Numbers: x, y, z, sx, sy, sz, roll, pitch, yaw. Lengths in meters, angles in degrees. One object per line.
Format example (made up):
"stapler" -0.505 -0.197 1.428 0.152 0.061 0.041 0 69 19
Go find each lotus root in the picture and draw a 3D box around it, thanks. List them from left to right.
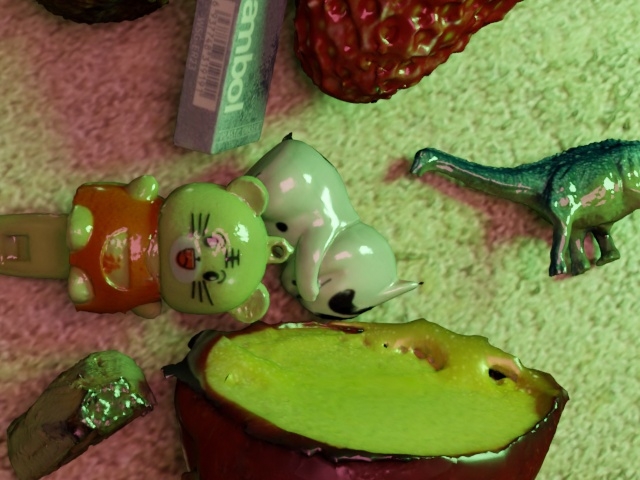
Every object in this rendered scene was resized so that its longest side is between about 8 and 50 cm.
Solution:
"lotus root" -0.206 0.142 1.635 0.143 0.144 0.070 -31 86 -25

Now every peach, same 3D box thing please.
"peach" 0.042 0.202 1.658 0.362 0.258 0.201 -3 118 -21

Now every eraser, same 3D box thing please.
"eraser" -0.074 -0.185 1.678 0.046 0.092 0.212 20 110 23

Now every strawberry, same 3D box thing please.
"strawberry" 0.064 -0.208 1.727 0.234 0.234 0.178 19 103 -14

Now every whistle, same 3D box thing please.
"whistle" -0.167 0.006 1.654 0.288 0.106 0.131 1 105 3

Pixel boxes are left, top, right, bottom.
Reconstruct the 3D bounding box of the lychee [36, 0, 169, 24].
"lychee" -0.187 -0.277 1.653 0.194 0.194 0.194 1 85 -16

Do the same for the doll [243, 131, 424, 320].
"doll" -0.006 -0.004 1.717 0.107 0.110 0.181 -36 95 -36

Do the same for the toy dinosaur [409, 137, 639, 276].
"toy dinosaur" 0.268 -0.046 1.819 0.363 0.076 0.147 -11 82 -13
